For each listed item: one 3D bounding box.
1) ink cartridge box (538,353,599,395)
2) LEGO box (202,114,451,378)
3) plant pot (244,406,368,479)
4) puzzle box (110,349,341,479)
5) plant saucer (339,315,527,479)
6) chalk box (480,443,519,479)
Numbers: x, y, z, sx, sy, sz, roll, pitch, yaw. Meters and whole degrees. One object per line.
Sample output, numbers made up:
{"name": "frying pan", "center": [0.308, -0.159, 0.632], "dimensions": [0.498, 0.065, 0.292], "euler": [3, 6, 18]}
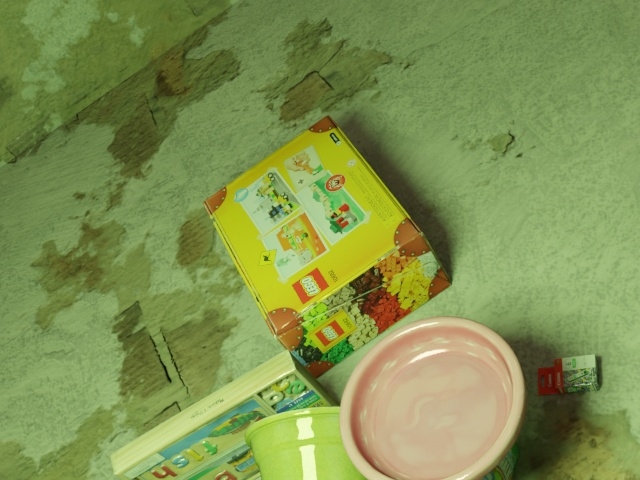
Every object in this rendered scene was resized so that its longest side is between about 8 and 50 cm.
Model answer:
{"name": "ink cartridge box", "center": [0.461, 0.253, 1.828], "dimensions": [0.115, 0.029, 0.063], "euler": [-10, 50, 24]}
{"name": "LEGO box", "center": [0.000, 0.000, 2.199], "dimensions": [0.372, 0.193, 0.500], "euler": [-34, 44, 2]}
{"name": "plant pot", "center": [0.004, 0.471, 1.788], "dimensions": [0.276, 0.276, 0.254], "euler": [-16, 60, 20]}
{"name": "puzzle box", "center": [-0.171, 0.393, 1.926], "dimensions": [0.409, 0.272, 0.052], "euler": [-31, 49, 6]}
{"name": "plant saucer", "center": [0.197, 0.289, 1.667], "dimensions": [0.332, 0.084, 0.332], "euler": [-17, 48, 20]}
{"name": "chalk box", "center": [0.234, 0.393, 1.745], "dimensions": [0.179, 0.180, 0.289], "euler": [6, 60, 35]}
